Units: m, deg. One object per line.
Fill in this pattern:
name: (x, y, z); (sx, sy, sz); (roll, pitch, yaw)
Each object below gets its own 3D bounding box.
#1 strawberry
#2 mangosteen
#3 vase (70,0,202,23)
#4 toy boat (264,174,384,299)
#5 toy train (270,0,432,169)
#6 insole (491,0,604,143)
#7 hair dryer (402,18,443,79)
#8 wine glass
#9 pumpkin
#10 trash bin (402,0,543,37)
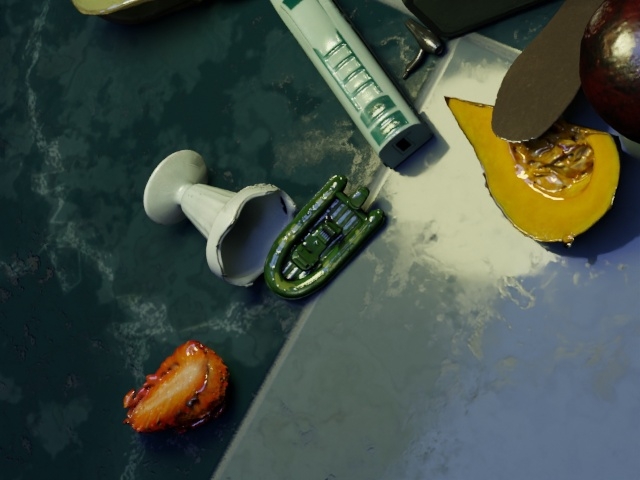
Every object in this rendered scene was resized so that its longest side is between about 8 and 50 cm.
strawberry: (-0.213, 0.234, 1.788); (0.188, 0.082, 0.121); (-32, 48, 26)
mangosteen: (0.450, -0.231, 1.448); (0.235, 0.261, 0.236); (3, 76, -10)
vase: (-0.223, -0.491, 1.870); (0.329, 0.241, 0.302); (8, 95, 5)
toy boat: (0.000, 0.000, 1.733); (0.104, 0.052, 0.210); (43, 100, -4)
toy train: (0.019, -0.292, 1.769); (0.086, 0.088, 0.407); (-39, 65, 14)
insole: (0.326, -0.255, 1.586); (0.111, 0.007, 0.328); (21, 65, 33)
hair dryer: (0.138, -0.282, 1.748); (0.083, 0.031, 0.079); (-54, 52, 16)
wine glass: (-0.155, -0.044, 1.769); (0.196, 0.165, 0.165); (34, 95, 33)
pumpkin: (0.292, -0.092, 1.603); (0.278, 0.111, 0.163); (20, 104, 33)
trash bin: (0.211, -0.500, 1.672); (0.223, 0.158, 0.344); (-18, 71, 25)
